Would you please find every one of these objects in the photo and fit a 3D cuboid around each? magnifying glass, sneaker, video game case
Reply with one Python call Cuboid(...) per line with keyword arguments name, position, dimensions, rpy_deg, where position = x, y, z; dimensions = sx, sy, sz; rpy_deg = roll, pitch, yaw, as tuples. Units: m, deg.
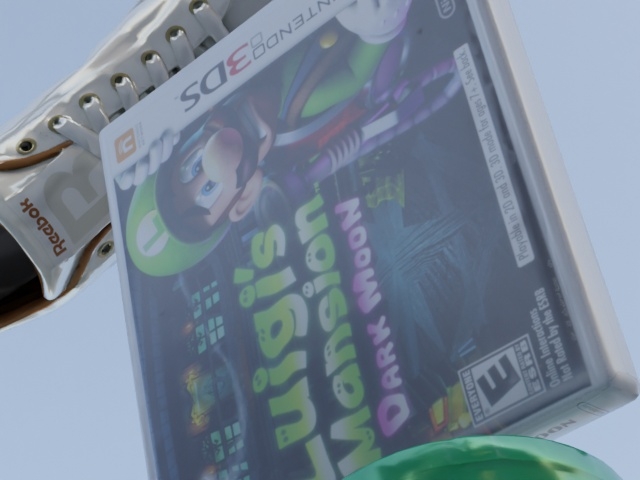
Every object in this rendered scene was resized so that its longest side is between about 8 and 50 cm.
Cuboid(name="magnifying glass", position=(0.082, 0.116, 0.402), dimensions=(0.092, 0.026, 0.231), rpy_deg=(-39, -49, 22))
Cuboid(name="sneaker", position=(-0.088, -0.036, 0.658), dimensions=(0.290, 0.123, 0.106), rpy_deg=(-37, -72, 7))
Cuboid(name="video game case", position=(0.000, 0.000, 0.464), dimensions=(0.173, 0.190, 0.022), rpy_deg=(-33, -35, 30))
